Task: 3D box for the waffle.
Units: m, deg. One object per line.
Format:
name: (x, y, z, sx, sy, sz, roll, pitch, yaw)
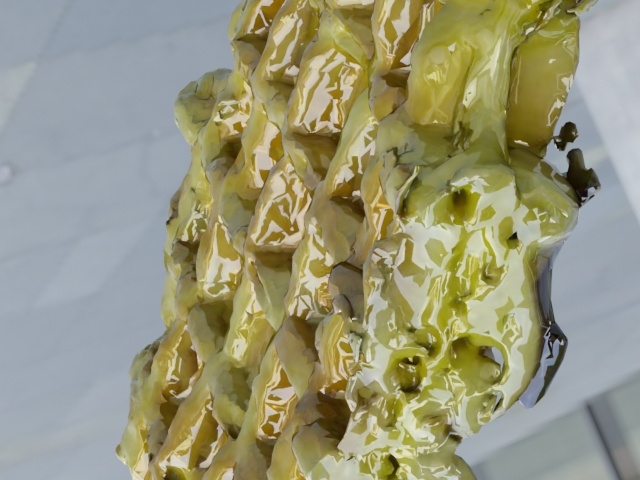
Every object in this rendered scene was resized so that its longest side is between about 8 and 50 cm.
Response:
waffle: (0.003, 0.001, 0.611, 0.060, 0.307, 0.312, 12, 148, -19)
